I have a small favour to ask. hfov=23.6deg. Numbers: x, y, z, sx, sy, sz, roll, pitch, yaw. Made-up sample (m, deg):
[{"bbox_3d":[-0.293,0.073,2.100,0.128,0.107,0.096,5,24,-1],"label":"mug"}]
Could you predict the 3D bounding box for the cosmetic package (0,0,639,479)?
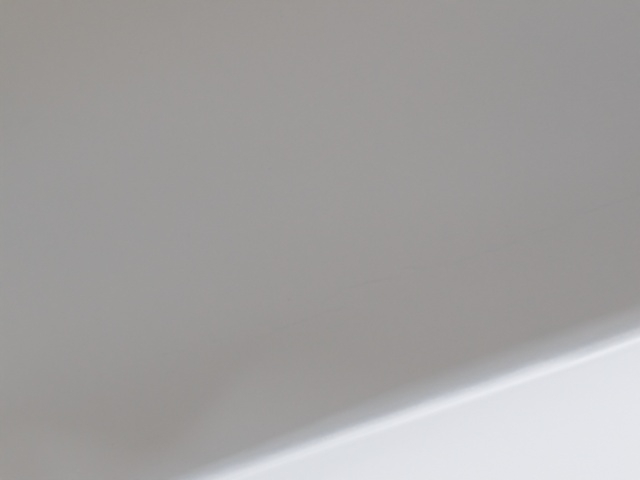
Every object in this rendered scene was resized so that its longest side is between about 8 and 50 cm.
[{"bbox_3d":[0.000,0.000,0.477,0.385,0.217,0.156,-17,147,3],"label":"cosmetic package"}]
